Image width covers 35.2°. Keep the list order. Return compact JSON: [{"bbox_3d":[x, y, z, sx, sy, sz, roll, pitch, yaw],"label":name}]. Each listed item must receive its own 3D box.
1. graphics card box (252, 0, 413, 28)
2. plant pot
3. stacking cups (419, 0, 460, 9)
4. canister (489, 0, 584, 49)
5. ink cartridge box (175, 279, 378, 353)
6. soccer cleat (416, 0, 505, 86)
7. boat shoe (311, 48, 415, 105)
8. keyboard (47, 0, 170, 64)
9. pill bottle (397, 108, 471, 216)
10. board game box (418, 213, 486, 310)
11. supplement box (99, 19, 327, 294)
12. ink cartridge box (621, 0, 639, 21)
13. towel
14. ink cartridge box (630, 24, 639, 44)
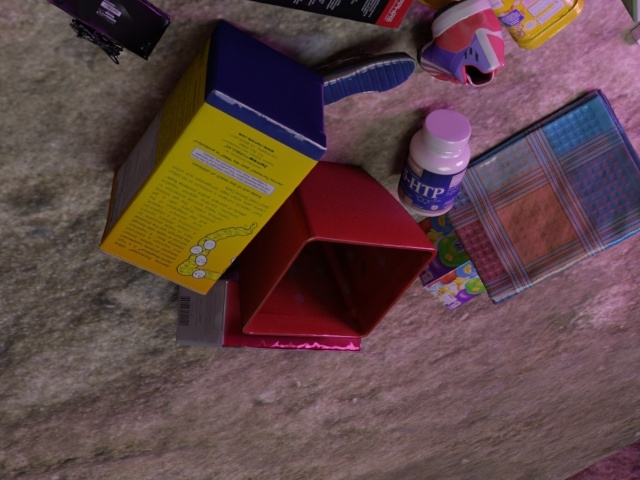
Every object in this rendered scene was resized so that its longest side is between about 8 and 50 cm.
[{"bbox_3d":[-0.010,-0.425,1.358,0.371,0.094,0.233,2,139,-30],"label":"graphics card box"},{"bbox_3d":[0.000,0.000,1.805,0.267,0.236,0.267,6,138,-32],"label":"plant pot"},{"bbox_3d":[0.229,-0.476,1.417,0.096,0.096,0.316,2,137,-29],"label":"stacking cups"},{"bbox_3d":[0.321,-0.391,1.586,0.126,0.073,0.170,-37,140,21],"label":"canister"},{"bbox_3d":[-0.079,0.146,1.938,0.309,0.130,0.272,5,175,-33],"label":"ink cartridge box"},{"bbox_3d":[0.221,-0.279,1.557,0.108,0.116,0.318,-24,175,-1],"label":"soccer cleat"},{"bbox_3d":[0.059,-0.274,1.615,0.183,0.066,0.066,-14,143,1],"label":"boat shoe"},{"bbox_3d":[-0.307,-0.319,1.415,0.192,0.038,0.100,28,99,-46],"label":"keyboard"},{"bbox_3d":[0.209,-0.142,1.826,0.112,0.112,0.187,-9,143,-16],"label":"pill bottle"},{"bbox_3d":[0.331,-0.002,2.047,0.275,0.142,0.144,-32,143,16],"label":"board game box"},{"bbox_3d":[-0.166,-0.119,1.559,0.195,0.194,0.356,26,127,-23],"label":"supplement box"},{"bbox_3d":[0.444,-0.450,1.444,0.092,0.219,0.160,-20,144,5],"label":"ink cartridge box"},{"bbox_3d":[0.427,-0.079,1.899,0.370,0.271,0.040,-30,168,14],"label":"towel"},{"bbox_3d":[0.597,-0.375,1.782,0.083,0.028,0.048,-36,142,22],"label":"ink cartridge box"}]
